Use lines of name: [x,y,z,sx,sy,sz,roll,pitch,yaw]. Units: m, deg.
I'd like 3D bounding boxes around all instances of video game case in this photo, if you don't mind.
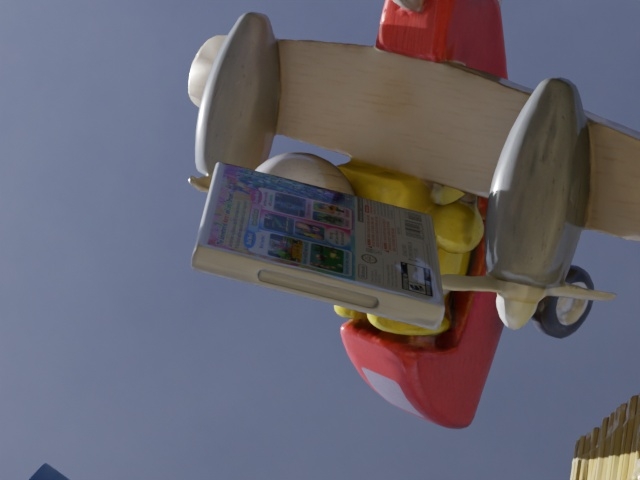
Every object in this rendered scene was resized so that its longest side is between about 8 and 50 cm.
video game case: [0.000,0.000,0.964,0.143,0.157,0.019,14,-70,-4]

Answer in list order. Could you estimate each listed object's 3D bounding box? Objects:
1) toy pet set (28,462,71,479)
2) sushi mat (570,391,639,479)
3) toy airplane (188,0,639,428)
toy pet set: [-0.167,0.188,0.906,0.065,0.122,0.114,45,-110,-9]
sushi mat: [0.197,0.192,1.005,0.019,0.151,0.316,39,-143,-11]
toy airplane: [0.056,-0.072,1.189,0.272,0.386,0.384,-23,-106,-34]
